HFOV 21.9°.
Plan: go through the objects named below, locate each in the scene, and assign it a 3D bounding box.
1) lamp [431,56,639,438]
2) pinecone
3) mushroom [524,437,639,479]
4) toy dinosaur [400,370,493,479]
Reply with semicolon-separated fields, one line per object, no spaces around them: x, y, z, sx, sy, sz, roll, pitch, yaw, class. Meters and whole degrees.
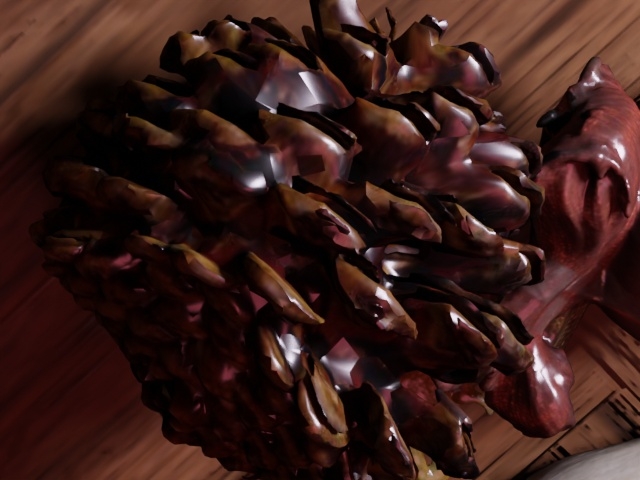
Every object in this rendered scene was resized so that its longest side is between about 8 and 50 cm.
0.177;-0.002;0.819;0.223;0.151;0.215;14;121;-5;lamp
0.000;0.000;0.685;0.221;0.221;0.221;-13;128;-18;pinecone
0.190;0.148;0.968;0.225;0.093;0.116;-37;147;-10;mushroom
0.025;0.087;0.872;0.162;0.039;0.126;-4;114;-21;toy dinosaur
